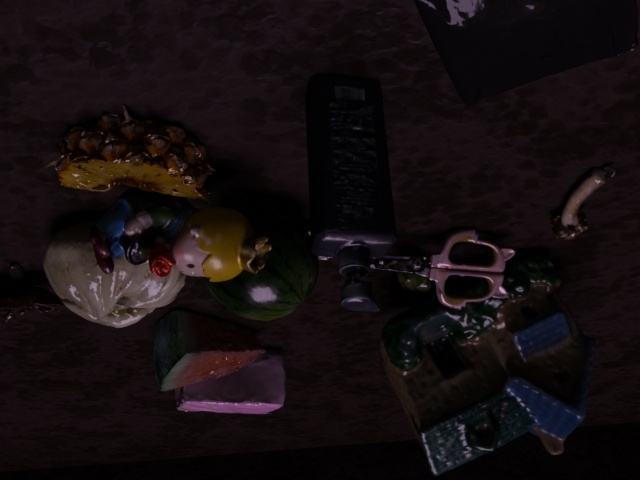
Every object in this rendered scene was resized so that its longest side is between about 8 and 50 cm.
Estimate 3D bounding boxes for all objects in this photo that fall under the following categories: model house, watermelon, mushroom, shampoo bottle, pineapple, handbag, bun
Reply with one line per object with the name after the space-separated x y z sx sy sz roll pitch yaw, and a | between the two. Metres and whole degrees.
0.350 0.285 1.523 0.382 0.342 0.334 -22 155 -4 | model house
-0.108 0.031 1.248 0.188 0.215 0.188 -46 169 -12 | watermelon
0.441 -0.059 1.268 0.060 0.061 0.187 4 149 -3 | mushroom
0.036 -0.063 0.923 0.098 0.309 0.071 4 151 -13 | shampoo bottle
-0.258 0.253 1.744 0.257 0.139 0.193 5 149 -37 | watermelon
-0.259 -0.117 1.039 0.233 0.079 0.135 1 151 -10 | pineapple
0.231 -0.253 0.826 0.223 0.080 0.247 -15 152 20 | handbag
-0.356 0.064 1.299 0.259 0.160 0.259 0 153 0 | bun

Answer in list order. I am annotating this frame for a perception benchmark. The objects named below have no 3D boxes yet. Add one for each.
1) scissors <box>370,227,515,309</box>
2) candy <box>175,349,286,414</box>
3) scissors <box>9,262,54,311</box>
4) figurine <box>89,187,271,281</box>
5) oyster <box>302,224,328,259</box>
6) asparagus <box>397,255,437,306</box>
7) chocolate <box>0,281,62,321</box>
0.202 0.049 1.380 0.318 0.160 0.024 4 -166 -10 | scissors
-0.229 0.351 1.886 0.265 0.155 0.116 7 156 -20 | candy
-0.587 0.096 1.489 0.088 0.017 0.220 3 152 -8 | scissors
-0.205 0.009 1.102 0.234 0.185 0.127 33 135 15 | figurine
0.000 0.000 1.338 0.146 0.045 0.122 -16 155 38 | oyster
0.204 0.093 1.522 0.080 0.080 0.287 -9 150 11 | asparagus
-0.668 0.124 1.469 0.329 0.065 0.102 -5 165 15 | chocolate
